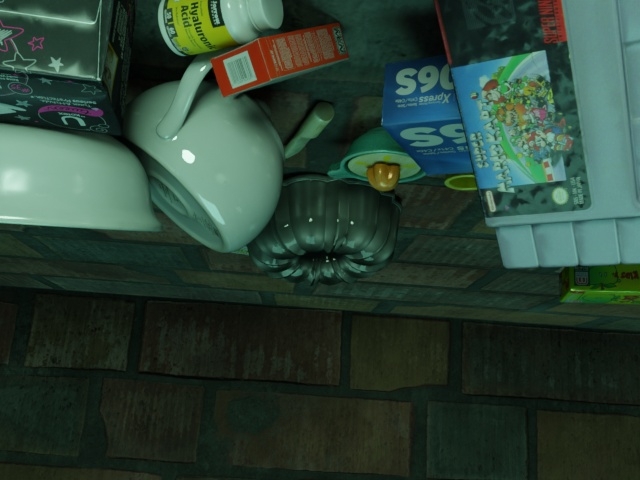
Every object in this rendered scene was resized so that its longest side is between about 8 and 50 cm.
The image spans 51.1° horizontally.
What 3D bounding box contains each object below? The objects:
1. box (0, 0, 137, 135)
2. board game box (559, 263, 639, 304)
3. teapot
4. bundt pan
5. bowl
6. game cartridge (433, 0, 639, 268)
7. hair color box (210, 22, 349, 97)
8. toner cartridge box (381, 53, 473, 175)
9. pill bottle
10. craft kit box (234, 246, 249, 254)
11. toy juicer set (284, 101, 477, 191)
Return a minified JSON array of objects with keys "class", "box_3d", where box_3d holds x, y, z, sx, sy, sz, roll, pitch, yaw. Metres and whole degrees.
[{"class":"box","box_3d":[-0.306,-0.205,0.613,0.247,0.163,0.142,5,168,-9]},{"class":"board game box","box_3d":[0.423,0.058,0.899,0.181,0.043,0.092,1,165,11]},{"class":"teapot","box_3d":[-0.136,-0.123,0.879,0.256,0.187,0.252,15,148,56]},{"class":"bundt pan","box_3d":[0.000,0.000,1.322,0.330,0.124,0.331,0,157,0]},{"class":"bowl","box_3d":[-0.327,-0.084,0.764,0.297,0.134,0.298,4,-179,0]},{"class":"game cartridge","box_3d":[0.227,-0.130,0.552,0.230,0.068,0.355,-7,121,25]},{"class":"hair color box","box_3d":[-0.039,-0.191,0.703,0.072,0.043,0.141,-8,-165,38]},{"class":"toner cartridge box","box_3d":[0.253,-0.135,0.681,0.347,0.075,0.165,-1,167,27]},{"class":"pill bottle","box_3d":[-0.099,-0.227,0.673,0.116,0.065,0.065,-4,164,25]},{"class":"craft kit box","box_3d":[-0.103,-0.006,1.576,0.249,0.061,0.246,10,167,-21]},{"class":"toy juicer set","box_3d":[0.094,-0.127,0.969,0.329,0.090,0.209,3,166,3]}]
